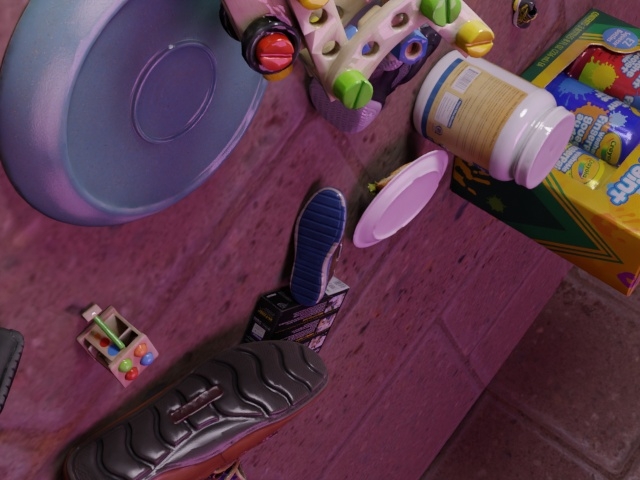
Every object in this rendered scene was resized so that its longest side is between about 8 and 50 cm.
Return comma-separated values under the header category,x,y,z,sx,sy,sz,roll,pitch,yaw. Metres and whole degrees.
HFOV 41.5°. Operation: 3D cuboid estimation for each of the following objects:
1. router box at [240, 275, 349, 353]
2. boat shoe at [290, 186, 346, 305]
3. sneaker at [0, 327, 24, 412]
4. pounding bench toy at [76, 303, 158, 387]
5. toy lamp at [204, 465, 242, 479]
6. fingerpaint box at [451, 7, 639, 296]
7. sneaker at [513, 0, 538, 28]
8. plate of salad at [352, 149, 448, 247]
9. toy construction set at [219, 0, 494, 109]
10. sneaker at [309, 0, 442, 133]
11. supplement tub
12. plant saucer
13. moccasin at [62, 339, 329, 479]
category,x,y,z,sx,sy,sz,roll,pitch,yaw
router box,-0.043,0.129,1.268,0.179,0.046,0.133,-14,133,-55
boat shoe,0.000,0.000,1.178,0.066,0.066,0.183,-46,157,-58
sneaker,-0.368,0.180,0.676,0.122,0.146,0.330,-43,-164,48
pounding bench toy,-0.220,0.110,0.906,0.052,0.065,0.083,-46,153,-19
toy lamp,-0.216,0.457,1.329,0.080,0.080,0.274,3,116,-62
fingerpaint box,0.516,-0.179,1.504,0.445,0.371,0.163,-42,152,-25
sneaker,0.327,-0.358,1.340,0.031,0.035,0.083,-54,155,-2
plate of salad,0.118,-0.068,1.301,0.200,0.048,0.200,-39,160,-17
toy construction set,0.005,-0.247,0.678,0.215,0.151,0.327,-30,124,-3
sneaker,0.075,-0.240,0.934,0.153,0.101,0.268,-49,174,-27
supplement tub,0.252,-0.176,1.234,0.144,0.200,0.144,-41,151,-28
plant saucer,-0.142,-0.141,0.767,0.317,0.044,0.317,-42,152,-28
moccasin,-0.150,0.254,1.111,0.380,0.139,0.147,-33,156,-31
